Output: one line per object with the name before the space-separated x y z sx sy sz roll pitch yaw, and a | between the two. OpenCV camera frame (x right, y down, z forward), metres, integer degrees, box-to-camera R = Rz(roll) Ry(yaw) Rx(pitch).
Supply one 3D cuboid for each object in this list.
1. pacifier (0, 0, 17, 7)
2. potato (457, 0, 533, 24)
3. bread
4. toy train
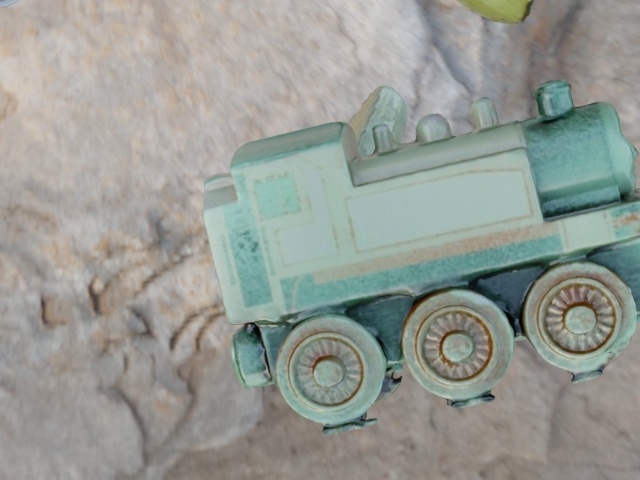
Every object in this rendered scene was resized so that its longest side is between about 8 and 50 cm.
pacifier | -0.231 -0.199 1.034 0.083 0.064 0.068 4 114 -34
potato | 0.111 -0.269 0.998 0.111 0.160 0.272 12 138 0
bread | -0.002 0.005 0.847 0.036 0.193 0.112 26 58 -7
toy train | 0.050 0.004 0.615 0.194 0.081 0.125 -13 95 8
